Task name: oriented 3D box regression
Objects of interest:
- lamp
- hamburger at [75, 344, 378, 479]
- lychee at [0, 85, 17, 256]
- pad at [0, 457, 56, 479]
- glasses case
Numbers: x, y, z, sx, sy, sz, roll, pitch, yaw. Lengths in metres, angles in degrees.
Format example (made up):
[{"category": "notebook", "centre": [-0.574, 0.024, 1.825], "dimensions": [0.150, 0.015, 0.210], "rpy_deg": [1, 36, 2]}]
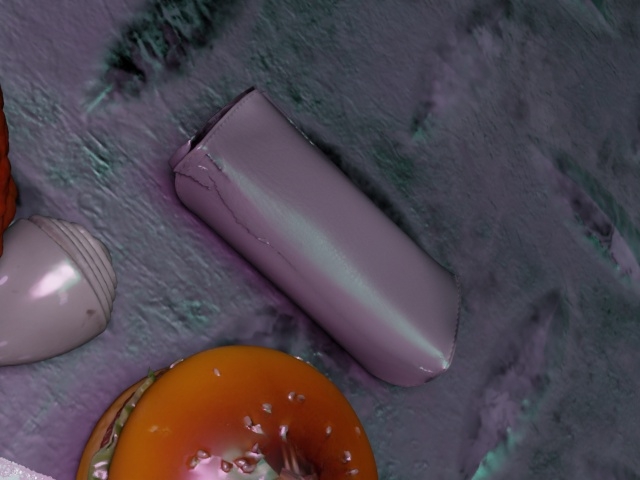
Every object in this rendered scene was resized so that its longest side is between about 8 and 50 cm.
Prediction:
[{"category": "lamp", "centre": [-0.232, 0.058, 0.702], "dimensions": [0.193, 0.106, 0.106], "rpy_deg": [-39, 100, -27]}, {"category": "hamburger", "centre": [-0.054, 0.191, 0.735], "dimensions": [0.246, 0.170, 0.246], "rpy_deg": [11, 68, -29]}, {"category": "lychee", "centre": [-0.320, -0.077, 0.592], "dimensions": [0.300, 0.255, 0.255], "rpy_deg": [49, 53, -40]}, {"category": "pad", "centre": [-0.208, 0.257, 0.718], "dimensions": [0.232, 0.004, 0.156], "rpy_deg": [31, 61, -23]}, {"category": "glasses case", "centre": [0.001, -0.002, 0.884], "dimensions": [0.308, 0.083, 0.128], "rpy_deg": [43, 52, -16]}]
